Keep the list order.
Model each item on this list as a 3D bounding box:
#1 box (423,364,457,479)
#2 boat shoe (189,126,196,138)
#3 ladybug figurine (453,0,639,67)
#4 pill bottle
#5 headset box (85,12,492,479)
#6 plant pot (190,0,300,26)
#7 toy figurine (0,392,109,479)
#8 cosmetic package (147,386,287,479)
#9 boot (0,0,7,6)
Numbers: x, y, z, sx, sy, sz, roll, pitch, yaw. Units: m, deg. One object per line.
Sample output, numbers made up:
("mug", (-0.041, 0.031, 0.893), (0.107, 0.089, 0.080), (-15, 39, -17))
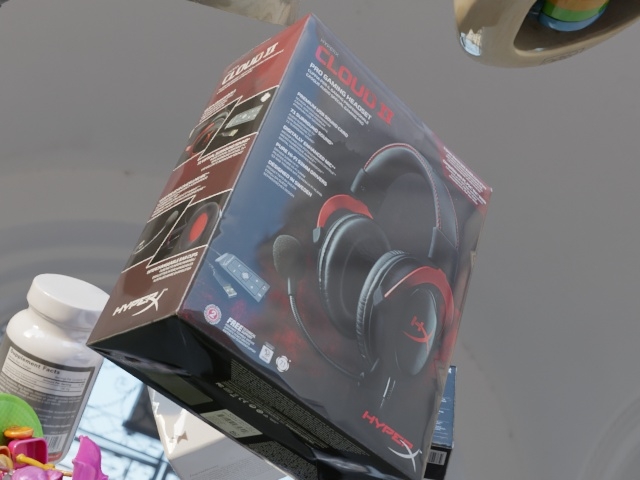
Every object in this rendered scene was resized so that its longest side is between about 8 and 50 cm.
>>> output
("box", (0.094, 0.290, 1.560), (0.261, 0.184, 0.103), (9, -48, 4))
("boat shoe", (-0.104, -0.142, 1.125), (0.125, 0.046, 0.038), (-26, -6, 29))
("ladybug figurine", (0.285, -0.333, 1.029), (0.305, 0.161, 0.449), (-17, -9, -6))
("pill bottle", (-0.569, 0.268, 1.900), (0.210, 0.362, 0.210), (22, 10, -4))
("headset box", (0.000, 0.000, 0.662), (0.218, 0.293, 0.110), (40, -39, -26))
("plant pot", (-0.110, -0.390, 0.942), (0.257, 0.274, 0.256), (16, 14, -4))
("toy figurine", (-0.288, 0.223, 0.882), (0.159, 0.130, 0.173), (0, 0, 34))
("cosmetic package", (-0.136, 0.248, 1.262), (0.152, 0.151, 0.183), (-20, -36, -6))
("boot", (-0.544, -0.412, 0.998), (0.445, 0.367, 0.146), (46, -32, -13))
